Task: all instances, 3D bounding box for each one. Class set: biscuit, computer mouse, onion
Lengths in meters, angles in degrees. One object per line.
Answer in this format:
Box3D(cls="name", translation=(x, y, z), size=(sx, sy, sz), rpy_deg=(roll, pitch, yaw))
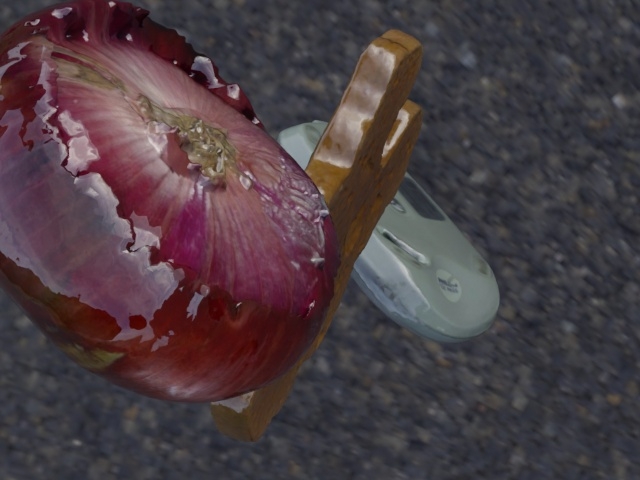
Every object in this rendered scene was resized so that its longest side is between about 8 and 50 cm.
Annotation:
Box3D(cls="biscuit", translation=(-0.003, -0.001, 1.231), size=(0.044, 0.186, 0.295), rpy_deg=(21, 64, 16))
Box3D(cls="computer mouse", translation=(0.064, -0.006, 1.941), size=(0.095, 0.197, 0.331), rpy_deg=(-54, 48, 21))
Box3D(cls="onion", translation=(-0.099, -0.018, 0.987), size=(0.161, 0.248, 0.248), rpy_deg=(-54, 53, 41))
